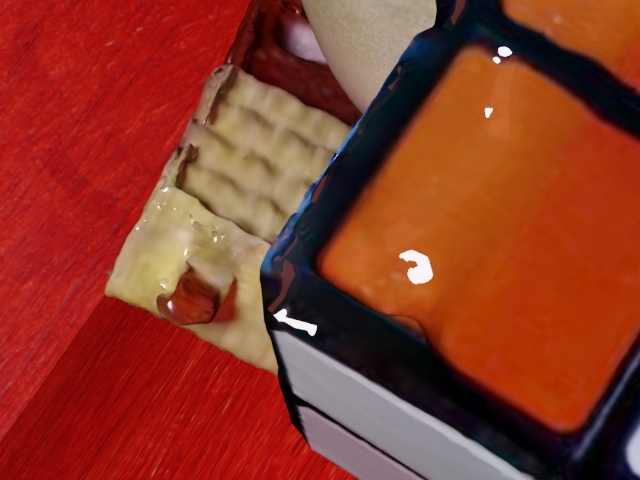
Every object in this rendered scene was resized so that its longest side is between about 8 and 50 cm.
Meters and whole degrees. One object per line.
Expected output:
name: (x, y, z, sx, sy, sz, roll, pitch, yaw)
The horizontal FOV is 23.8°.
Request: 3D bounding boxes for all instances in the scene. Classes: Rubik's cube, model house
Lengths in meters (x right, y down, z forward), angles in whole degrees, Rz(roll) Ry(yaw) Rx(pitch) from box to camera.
Rubik's cube: (0.104, 0.012, 0.423, 0.183, 0.180, 0.167, -58, -12, -13)
model house: (0.000, 0.000, 0.834, 0.160, 0.196, 0.254, -57, 7, 30)

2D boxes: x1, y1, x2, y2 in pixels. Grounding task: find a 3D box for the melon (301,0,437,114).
melon: (0.114, -0.166, 0.754, 0.268, 0.268, 0.330, -43, 20, 34)
